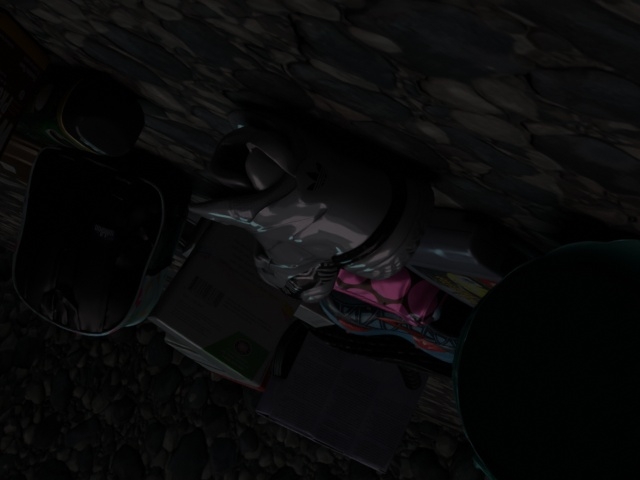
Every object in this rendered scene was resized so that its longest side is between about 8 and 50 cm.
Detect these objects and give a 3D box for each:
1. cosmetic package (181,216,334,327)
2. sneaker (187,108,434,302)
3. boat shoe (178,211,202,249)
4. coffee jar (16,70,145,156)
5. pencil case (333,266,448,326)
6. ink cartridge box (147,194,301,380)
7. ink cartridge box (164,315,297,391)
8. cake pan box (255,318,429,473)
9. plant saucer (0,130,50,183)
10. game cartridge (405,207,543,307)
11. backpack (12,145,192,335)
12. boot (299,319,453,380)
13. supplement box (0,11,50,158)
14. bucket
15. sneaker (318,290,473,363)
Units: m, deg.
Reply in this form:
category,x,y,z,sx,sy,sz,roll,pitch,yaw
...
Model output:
category,x,y,z,sx,sy,sz,roll,pitch,yaw
cosmetic package,-0.072,0.036,1.995,0.231,0.085,0.117,31,168,-9
sneaker,-0.041,-0.040,1.518,0.210,0.137,0.366,28,164,-17
boat shoe,-0.279,-0.047,2.164,0.228,0.076,0.080,28,169,-24
coffee jar,-0.290,-0.150,1.648,0.184,0.079,0.096,14,164,47
pencil case,0.060,0.037,1.768,0.209,0.098,0.095,22,170,8
ink cartridge box,-0.106,0.058,1.877,0.154,0.212,0.093,34,169,-10
ink cartridge box,-0.139,0.132,2.423,0.114,0.197,0.273,18,169,22
cake pan box,0.047,0.234,2.392,0.267,0.246,0.070,28,169,-24
plant saucer,-0.469,-0.124,2.311,0.278,0.041,0.278,23,171,4
game cartridge,0.203,0.043,1.616,0.294,0.060,0.196,31,172,-35
backpack,-0.312,0.001,2.000,0.225,0.253,0.191,20,-171,14
boot,0.130,0.155,2.201,0.338,0.118,0.223,25,176,19
supplement box,-0.442,-0.172,1.557,0.194,0.191,0.129,21,170,18
bucket,0.258,0.135,1.379,0.281,0.281,0.183,24,176,1
sneaker,0.123,0.079,1.910,0.262,0.104,0.125,18,155,-15
